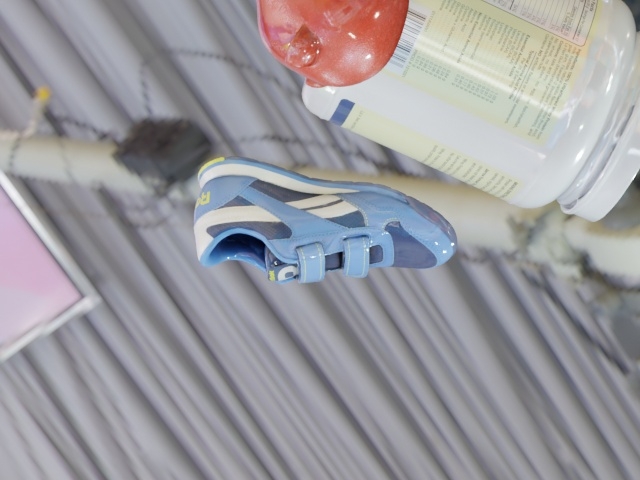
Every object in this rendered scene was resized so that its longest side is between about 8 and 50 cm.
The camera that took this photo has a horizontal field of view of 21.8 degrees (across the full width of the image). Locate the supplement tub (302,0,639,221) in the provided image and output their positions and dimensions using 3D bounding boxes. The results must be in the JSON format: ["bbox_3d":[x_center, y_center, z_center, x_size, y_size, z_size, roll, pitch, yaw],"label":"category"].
[{"bbox_3d":[0.168,-0.174,1.659,0.235,0.324,0.235,-156,-90,-86],"label":"supplement tub"}]

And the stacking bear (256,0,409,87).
[{"bbox_3d":[0.051,-0.244,1.174,0.289,0.164,0.175,-60,175,2],"label":"stacking bear"}]

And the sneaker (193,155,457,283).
[{"bbox_3d":[0.000,0.000,0.883,0.053,0.144,0.059,89,12,-58],"label":"sneaker"}]
